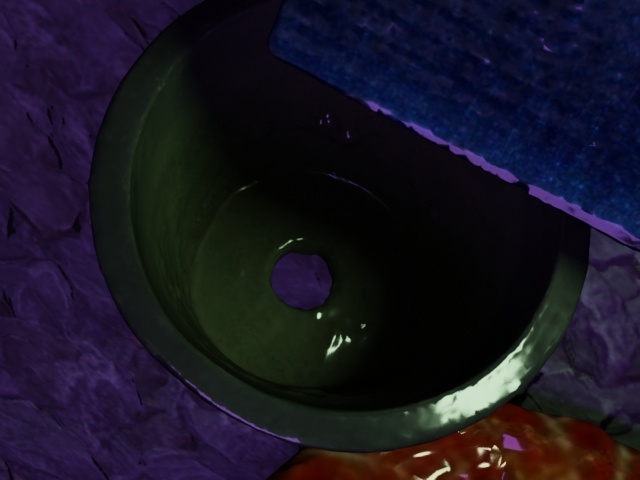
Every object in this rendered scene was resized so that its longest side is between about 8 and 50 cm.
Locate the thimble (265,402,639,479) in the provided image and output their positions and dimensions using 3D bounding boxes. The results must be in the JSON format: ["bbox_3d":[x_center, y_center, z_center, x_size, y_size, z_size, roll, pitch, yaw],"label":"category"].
[{"bbox_3d":[0.102,0.281,0.934,0.350,0.350,0.230,17,134,13],"label":"thimble"}]

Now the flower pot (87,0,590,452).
[{"bbox_3d":[0.000,0.000,0.821,0.269,0.269,0.166,31,159,-1],"label":"flower pot"}]

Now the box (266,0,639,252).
[{"bbox_3d":[0.152,-0.143,0.666,0.279,0.116,0.261,29,130,0],"label":"box"}]
